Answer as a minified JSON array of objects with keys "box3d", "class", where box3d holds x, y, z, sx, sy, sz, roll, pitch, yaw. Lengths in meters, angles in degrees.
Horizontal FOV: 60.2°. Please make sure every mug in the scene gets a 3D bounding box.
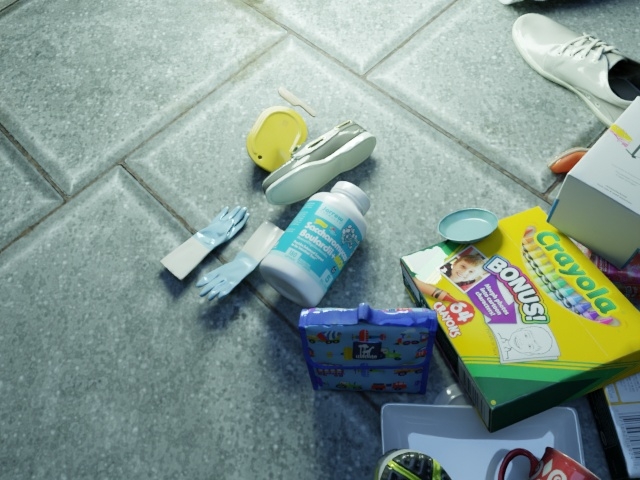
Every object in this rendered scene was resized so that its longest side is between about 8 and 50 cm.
[{"box3d":[0.354,0.428,0.882,0.113,0.150,0.169,43,78,-17],"class":"mug"}]

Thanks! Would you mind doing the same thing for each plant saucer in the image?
[{"box3d":[0.299,-0.026,1.119,0.120,0.021,0.119,-13,32,8],"class":"plant saucer"}]

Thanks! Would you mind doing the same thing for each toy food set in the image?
[{"box3d":[-0.104,-0.256,1.369,0.128,0.071,0.217,30,69,-6],"class":"toy food set"}]

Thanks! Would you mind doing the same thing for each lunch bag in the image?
[{"box3d":[0.086,0.172,0.985,0.221,0.293,0.138,1,62,6],"class":"lunch bag"}]

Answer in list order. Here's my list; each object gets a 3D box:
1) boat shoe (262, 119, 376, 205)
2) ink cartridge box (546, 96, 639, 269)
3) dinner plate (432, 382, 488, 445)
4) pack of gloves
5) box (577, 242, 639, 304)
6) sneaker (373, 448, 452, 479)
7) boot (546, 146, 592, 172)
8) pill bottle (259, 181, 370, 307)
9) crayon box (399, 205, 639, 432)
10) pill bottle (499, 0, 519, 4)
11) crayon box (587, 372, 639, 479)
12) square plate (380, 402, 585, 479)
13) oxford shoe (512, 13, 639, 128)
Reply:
[{"box3d":[-0.013,-0.185,1.295,0.305,0.109,0.091,-32,63,-18],"class":"boat shoe"},{"box3d":[0.570,-0.106,1.015,0.168,0.171,0.233,39,73,25],"class":"ink cartridge box"},{"box3d":[0.279,0.335,1.037,0.141,0.017,0.141,-3,63,5],"class":"dinner plate"},{"box3d":[-0.211,0.030,1.245,0.195,0.046,0.232,33,66,33],"class":"pack of gloves"},{"box3d":[0.607,-0.014,1.129,0.128,0.122,0.256,9,63,11],"class":"box"},{"box3d":[0.201,0.492,0.842,0.145,0.147,0.384,-21,84,-7],"class":"sneaker"},{"box3d":[0.599,-0.166,1.251,0.158,0.059,0.084,-10,66,-1],"class":"boot"},{"box3d":[0.000,0.000,1.169,0.146,0.146,0.264,28,68,19],"class":"pill bottle"},{"box3d":[0.369,0.127,1.039,0.313,0.106,0.362,-21,46,-4],"class":"crayon box"},{"box3d":[0.656,-0.766,1.481,0.361,0.204,0.204,-17,62,-3],"class":"pill bottle"},{"box3d":[0.662,0.304,0.978,0.323,0.083,0.203,-6,62,3],"class":"crayon box"},{"box3d":[0.278,0.459,0.943,0.348,0.049,0.343,0,66,6],"class":"square plate"},{"box3d":[0.653,-0.438,1.350,0.169,0.130,0.449,-30,62,-8],"class":"oxford shoe"}]
